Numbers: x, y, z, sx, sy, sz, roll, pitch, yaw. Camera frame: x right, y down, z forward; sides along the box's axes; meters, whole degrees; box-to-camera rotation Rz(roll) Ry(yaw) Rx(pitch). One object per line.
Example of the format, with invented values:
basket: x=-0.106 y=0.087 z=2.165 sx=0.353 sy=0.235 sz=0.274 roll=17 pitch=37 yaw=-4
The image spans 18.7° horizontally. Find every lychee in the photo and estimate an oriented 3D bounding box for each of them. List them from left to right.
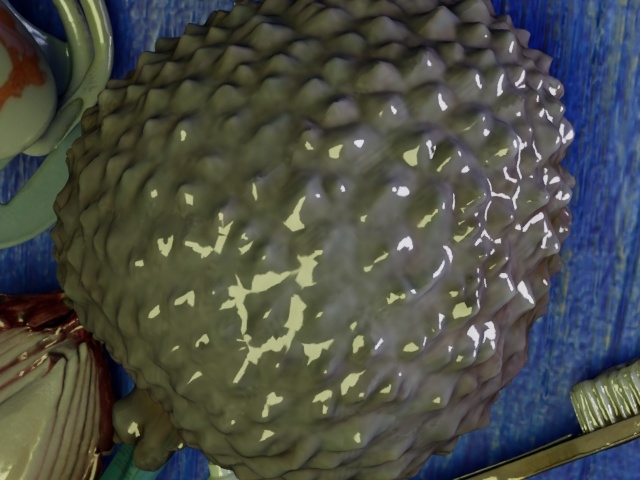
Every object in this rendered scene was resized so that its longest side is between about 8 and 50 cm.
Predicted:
lychee: x=0.000 y=0.000 z=1.444 sx=0.380 sy=0.380 sz=0.432 roll=44 pitch=91 yaw=-2

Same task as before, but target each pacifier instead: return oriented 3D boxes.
pacifier: x=-0.323 y=-0.134 z=1.597 sx=0.233 sy=0.244 sz=0.299 roll=-12 pitch=125 yaw=48

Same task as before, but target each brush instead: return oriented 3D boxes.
brush: x=0.193 y=0.159 z=1.605 sx=0.327 sy=0.070 sz=0.065 roll=-25 pitch=81 yaw=21

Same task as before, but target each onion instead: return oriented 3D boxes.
onion: x=-0.278 y=0.134 z=1.673 sx=0.227 sy=0.120 sz=0.283 roll=31 pitch=102 yaw=-38

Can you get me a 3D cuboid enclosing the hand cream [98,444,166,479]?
hand cream: x=-0.163 y=0.198 z=1.671 sx=0.048 sy=0.083 sz=0.224 roll=36 pitch=88 yaw=-25

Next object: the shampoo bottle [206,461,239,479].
shampoo bottle: x=-0.075 y=0.233 z=1.701 sx=0.077 sy=0.045 sz=0.152 roll=-10 pitch=103 yaw=17
